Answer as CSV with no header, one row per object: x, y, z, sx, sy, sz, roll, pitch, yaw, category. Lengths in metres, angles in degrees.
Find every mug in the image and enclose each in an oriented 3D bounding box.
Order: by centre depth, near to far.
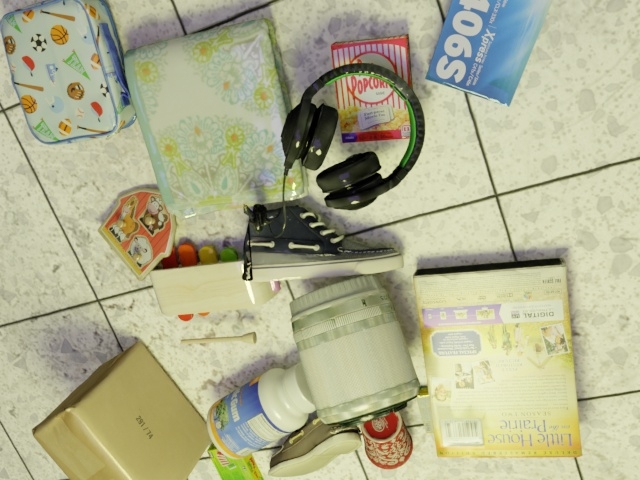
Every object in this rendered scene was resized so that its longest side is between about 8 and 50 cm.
0.129,0.428,1.582,0.150,0.113,0.169,23,155,24,mug

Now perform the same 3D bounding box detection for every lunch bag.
-0.515,-0.349,1.472,0.243,0.115,0.303,-8,109,16,lunch bag

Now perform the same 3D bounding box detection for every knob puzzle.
-0.402,-0.034,1.579,0.213,0.030,0.213,-1,87,23,knob puzzle

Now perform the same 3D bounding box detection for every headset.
0.014,-0.158,1.343,0.394,0.185,0.243,-43,101,4,headset

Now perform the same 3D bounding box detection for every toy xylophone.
-0.251,0.122,1.611,0.323,0.081,0.236,1,112,15,toy xylophone

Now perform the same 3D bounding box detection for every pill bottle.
-0.124,0.393,1.652,0.272,0.152,0.152,-35,100,24,pill bottle

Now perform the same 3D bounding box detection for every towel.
-0.210,-0.237,1.451,0.321,0.090,0.374,-8,110,15,towel

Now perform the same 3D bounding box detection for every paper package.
-0.458,0.461,1.683,0.168,0.309,0.324,-31,101,27,paper package

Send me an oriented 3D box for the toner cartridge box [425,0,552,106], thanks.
0.318,-0.427,1.230,0.165,0.075,0.347,19,116,6,toner cartridge box

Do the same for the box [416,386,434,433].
0.315,0.374,1.586,0.179,0.043,0.105,-10,108,21,box

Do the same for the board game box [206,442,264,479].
-0.212,0.598,1.822,0.092,0.043,0.181,-16,107,21,board game box

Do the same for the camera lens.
0.068,0.231,1.451,0.219,0.219,0.274,-23,78,22,camera lens

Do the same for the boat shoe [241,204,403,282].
0.000,0.000,1.475,0.341,0.127,0.158,-4,88,0,boat shoe

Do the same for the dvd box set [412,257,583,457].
0.373,0.254,1.477,0.308,0.062,0.420,-6,102,17,dvd box set

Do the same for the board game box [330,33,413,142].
0.105,-0.291,1.362,0.147,0.045,0.193,-3,111,16,board game box

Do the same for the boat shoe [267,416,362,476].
-0.023,0.489,1.692,0.117,0.096,0.324,13,143,-34,boat shoe
